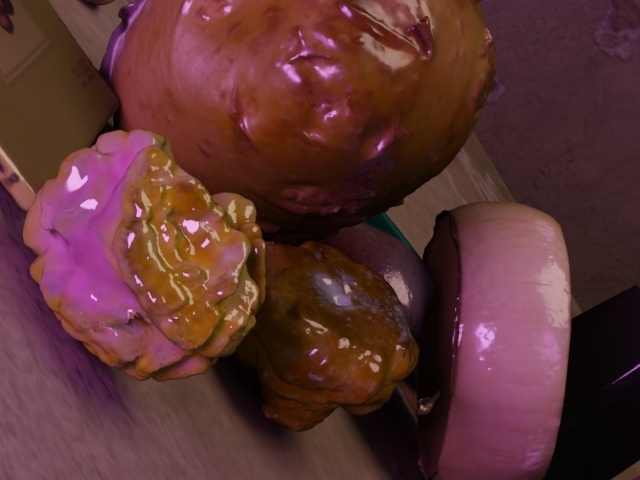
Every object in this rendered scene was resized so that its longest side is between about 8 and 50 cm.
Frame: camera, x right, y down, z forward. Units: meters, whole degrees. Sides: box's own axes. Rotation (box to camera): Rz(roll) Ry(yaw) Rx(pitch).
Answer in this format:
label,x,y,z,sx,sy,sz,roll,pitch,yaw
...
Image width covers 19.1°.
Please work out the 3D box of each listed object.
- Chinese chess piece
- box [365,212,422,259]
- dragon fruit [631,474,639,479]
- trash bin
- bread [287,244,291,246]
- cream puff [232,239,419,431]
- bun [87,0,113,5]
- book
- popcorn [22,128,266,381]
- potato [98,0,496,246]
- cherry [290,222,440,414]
label,x,y,z,sx,sy,sz,roll,pitch,yaw
Chinese chess piece,0.140,0.091,1.594,0.250,0.103,0.250,-174,-90,-86
box,0.082,0.032,1.828,0.161,0.042,0.226,54,0,-31
dragon fruit,0.326,0.221,1.427,0.211,0.147,0.282,46,21,-21
trash bin,0.247,0.158,1.824,0.165,0.225,0.115,42,18,-50
bread,0.000,0.000,1.673,0.226,0.049,0.088,58,12,7
cream puff,-0.008,0.075,1.331,0.146,0.116,0.146,26,34,-19
bun,-0.181,-0.234,1.534,0.086,0.055,0.086,54,13,-18
book,-0.257,-0.191,1.174,0.352,0.035,0.239,55,14,-12
popcorn,-0.098,0.011,1.080,0.145,0.126,0.126,35,-1,13
potato,-0.012,-0.086,1.332,0.246,0.299,0.196,-2,49,-25
cherry,0.029,0.049,1.517,0.188,0.115,0.148,-57,135,-72
